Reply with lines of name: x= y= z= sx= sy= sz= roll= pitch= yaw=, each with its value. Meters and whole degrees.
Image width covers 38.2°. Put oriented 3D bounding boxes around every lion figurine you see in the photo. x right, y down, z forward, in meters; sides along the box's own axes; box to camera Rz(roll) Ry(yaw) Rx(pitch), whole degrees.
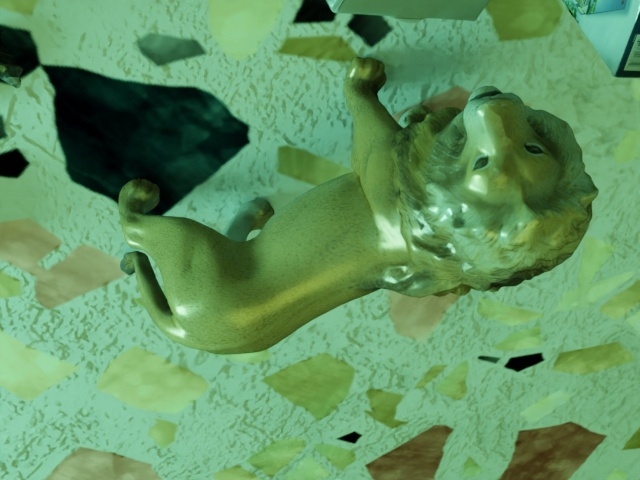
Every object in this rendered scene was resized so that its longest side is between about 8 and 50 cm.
lion figurine: x=0.000 y=0.000 z=0.690 sx=0.392 sy=0.240 sz=0.142 roll=-32 pitch=131 yaw=18

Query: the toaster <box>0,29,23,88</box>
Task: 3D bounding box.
toaster: x=-0.273 y=-0.151 z=0.522 sx=0.110 sy=0.185 sz=0.168 roll=-39 pitch=130 yaw=10

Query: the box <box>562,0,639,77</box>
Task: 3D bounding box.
box: x=0.207 y=-0.241 z=0.566 sx=0.044 sy=0.159 sz=0.233 roll=0 pitch=133 yaw=-10

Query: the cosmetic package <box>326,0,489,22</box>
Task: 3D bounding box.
cosmetic package: x=0.087 y=-0.244 z=0.530 sx=0.127 sy=0.107 sz=0.238 roll=-5 pitch=150 yaw=-37
